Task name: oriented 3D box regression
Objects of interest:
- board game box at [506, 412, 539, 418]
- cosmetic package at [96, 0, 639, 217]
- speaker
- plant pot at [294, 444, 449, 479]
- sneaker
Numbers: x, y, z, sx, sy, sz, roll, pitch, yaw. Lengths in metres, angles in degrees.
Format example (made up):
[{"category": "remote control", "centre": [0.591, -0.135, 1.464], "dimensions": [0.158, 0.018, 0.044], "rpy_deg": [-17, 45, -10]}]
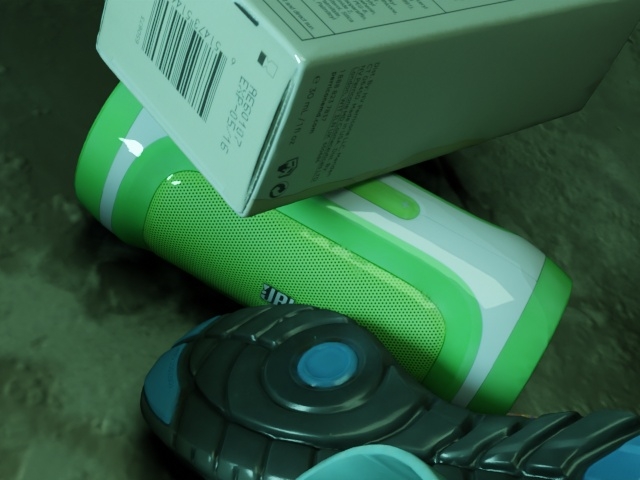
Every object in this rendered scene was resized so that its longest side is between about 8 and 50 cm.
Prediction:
[{"category": "board game box", "centre": [0.135, 0.171, 0.660], "dimensions": [0.133, 0.033, 0.168], "rpy_deg": [-3, 53, -21]}, {"category": "cosmetic package", "centre": [0.041, -0.137, 0.671], "dimensions": [0.309, 0.113, 0.160], "rpy_deg": [-18, 56, -39]}, {"category": "speaker", "centre": [0.000, 0.000, 0.689], "dimensions": [0.296, 0.131, 0.131], "rpy_deg": [29, 49, 5]}, {"category": "plant pot", "centre": [0.057, 0.260, 0.407], "dimensions": [0.235, 0.293, 0.293], "rpy_deg": [31, 47, -14]}, {"category": "sneaker", "centre": [0.045, 0.139, 0.583], "dimensions": [0.341, 0.139, 0.125], "rpy_deg": [18, 49, 32]}]
